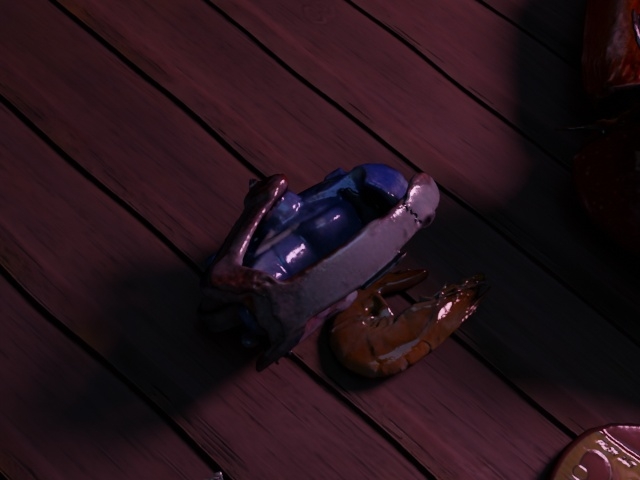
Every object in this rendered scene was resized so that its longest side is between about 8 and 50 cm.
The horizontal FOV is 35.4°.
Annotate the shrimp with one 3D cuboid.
[{"bbox_3d":[0.111,0.085,1.251,0.236,0.053,0.133,-32,48,-22],"label":"shrimp"}]

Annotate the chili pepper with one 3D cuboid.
[{"bbox_3d":[0.514,-0.291,1.469,0.251,0.229,0.305,21,69,-13],"label":"chili pepper"}]

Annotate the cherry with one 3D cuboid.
[{"bbox_3d":[0.442,-0.067,1.323,0.192,0.175,0.250,-22,71,-9],"label":"cherry"}]

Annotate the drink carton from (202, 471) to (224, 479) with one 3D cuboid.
[{"bbox_3d":[-0.001,0.339,1.032,0.271,0.108,0.161,5,59,-8],"label":"drink carton"}]

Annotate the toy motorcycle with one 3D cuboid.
[{"bbox_3d":[0.010,0.019,1.180,0.241,0.182,0.319,22,53,36],"label":"toy motorcycle"}]

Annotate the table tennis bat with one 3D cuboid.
[{"bbox_3d":[0.377,0.290,1.180,0.200,0.038,0.310,34,63,8],"label":"table tennis bat"}]

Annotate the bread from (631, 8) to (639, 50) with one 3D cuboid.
[{"bbox_3d":[0.542,-0.064,1.266,0.404,0.242,0.346,6,71,-6],"label":"bread"}]
